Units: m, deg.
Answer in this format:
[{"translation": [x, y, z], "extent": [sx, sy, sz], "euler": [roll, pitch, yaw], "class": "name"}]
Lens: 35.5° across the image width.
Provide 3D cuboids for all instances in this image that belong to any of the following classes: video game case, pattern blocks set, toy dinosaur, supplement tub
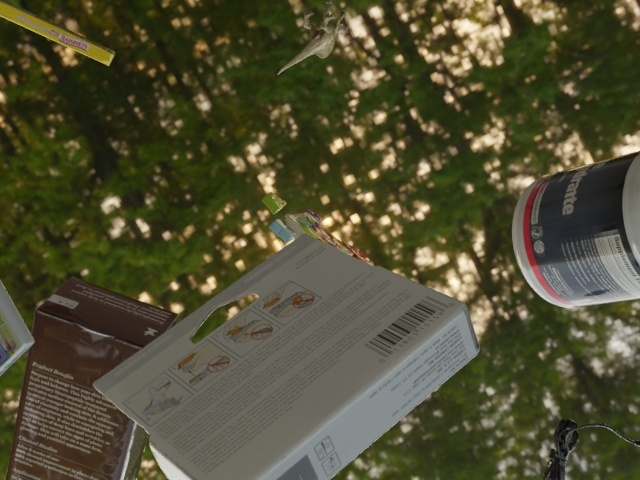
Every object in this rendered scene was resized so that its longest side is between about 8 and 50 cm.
[{"translation": [-0.504, 0.102, 1.404], "extent": [0.193, 0.212, 0.023], "euler": [-40, 167, 32], "class": "video game case"}, {"translation": [0.000, 0.000, 2.005], "extent": [0.026, 0.285, 0.325], "euler": [-49, -173, 12], "class": "pattern blocks set"}, {"translation": [0.001, -0.355, 1.741], "extent": [0.053, 0.092, 0.183], "euler": [28, -128, 30], "class": "toy dinosaur"}, {"translation": [0.405, -0.017, 1.300], "extent": [0.191, 0.191, 0.272], "euler": [-42, -164, -35], "class": "supplement tub"}]

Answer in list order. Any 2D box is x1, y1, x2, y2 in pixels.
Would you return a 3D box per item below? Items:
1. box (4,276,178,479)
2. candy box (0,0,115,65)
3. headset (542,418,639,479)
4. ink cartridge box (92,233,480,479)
[{"translation": [-0.371, 0.270, 1.596], "extent": [0.191, 0.381, 0.143], "euler": [20, -154, 4], "class": "box"}, {"translation": [-0.448, -0.352, 1.694], "extent": [0.027, 0.206, 0.105], "euler": [-65, -166, 5], "class": "candy box"}, {"translation": [0.527, 0.351, 1.435], "extent": [0.394, 0.185, 0.243], "euler": [16, -171, 17], "class": "headset"}, {"translation": [-0.036, 0.117, 0.909], "extent": [0.275, 0.060, 0.239], "euler": [-36, -146, -24], "class": "ink cartridge box"}]
